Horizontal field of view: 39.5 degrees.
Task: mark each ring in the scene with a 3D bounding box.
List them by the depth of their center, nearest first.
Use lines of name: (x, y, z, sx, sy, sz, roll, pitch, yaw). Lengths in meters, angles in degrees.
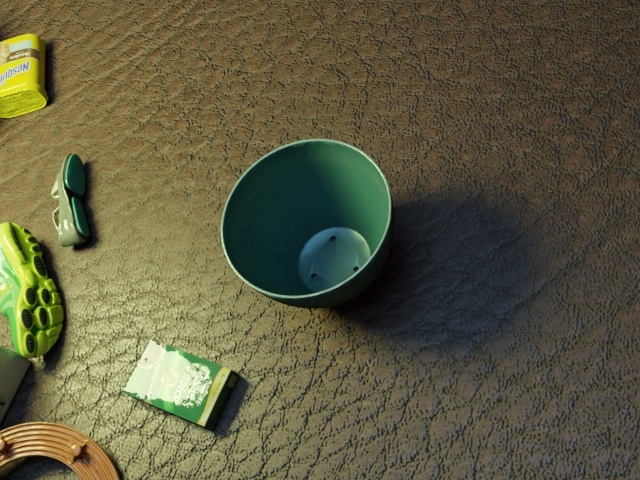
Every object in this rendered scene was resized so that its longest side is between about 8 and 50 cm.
ring: (-0.500, 0.476, 1.519, 0.337, 0.032, 0.336, -2, 69, 6)

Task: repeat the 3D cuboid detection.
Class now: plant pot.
plant pot: (0.000, 0.000, 1.534, 0.290, 0.195, 0.290, -7, 62, 14)

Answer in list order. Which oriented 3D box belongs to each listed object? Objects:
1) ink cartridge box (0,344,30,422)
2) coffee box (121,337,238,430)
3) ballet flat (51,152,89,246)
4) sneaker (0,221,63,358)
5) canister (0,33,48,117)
ink cartridge box: (-0.702, 0.305, 1.652, 0.202, 0.117, 0.278, 14, 70, 22)
coffee box: (-0.248, 0.253, 1.578, 0.184, 0.040, 0.113, 18, 71, 25)
ballet flat: (-0.517, -0.083, 1.813, 0.068, 0.072, 0.213, -21, 60, 14)
sneaker: (-0.588, 0.107, 1.738, 0.123, 0.109, 0.295, -37, 59, 24)
canister: (-0.680, -0.373, 2.005, 0.126, 0.073, 0.169, -15, 60, 10)
